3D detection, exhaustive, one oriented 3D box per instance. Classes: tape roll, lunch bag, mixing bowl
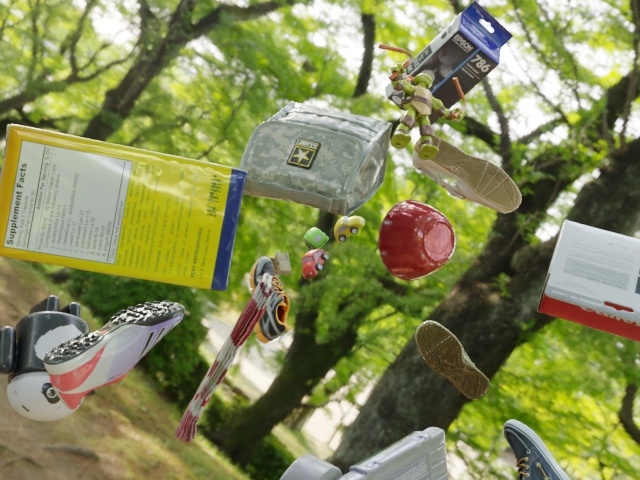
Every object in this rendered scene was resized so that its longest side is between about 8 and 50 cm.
[{"bbox_3d":[-0.039,0.580,1.706,0.072,0.219,0.219,22,-4,27],"label":"tape roll"},{"bbox_3d":[-0.010,-0.158,1.583,0.235,0.169,0.287,14,31,15],"label":"lunch bag"},{"bbox_3d":[0.227,0.001,1.702,0.181,0.181,0.098,32,-15,-30],"label":"mixing bowl"}]

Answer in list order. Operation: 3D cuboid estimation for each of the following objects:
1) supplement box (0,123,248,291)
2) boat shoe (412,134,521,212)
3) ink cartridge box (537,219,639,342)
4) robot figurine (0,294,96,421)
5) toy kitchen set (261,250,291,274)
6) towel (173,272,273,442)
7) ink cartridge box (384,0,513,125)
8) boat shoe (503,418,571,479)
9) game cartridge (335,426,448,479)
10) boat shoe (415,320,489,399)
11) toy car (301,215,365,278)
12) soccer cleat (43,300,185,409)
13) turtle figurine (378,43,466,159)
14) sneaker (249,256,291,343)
[{"bbox_3d":[-0.316,-0.049,1.251,0.356,0.194,0.195,11,0,-14],"label":"supplement box"},{"bbox_3d":[0.335,-0.141,1.820,0.277,0.098,0.096,36,-30,15],"label":"boat shoe"},{"bbox_3d":[0.651,0.118,1.720,0.309,0.272,0.130,17,-47,17],"label":"ink cartridge box"},{"bbox_3d":[-0.613,0.268,1.782,0.209,0.278,0.173,2,-31,-10],"label":"robot figurine"},{"bbox_3d":[-0.130,0.082,2.201,0.068,0.083,0.075,5,45,-21],"label":"toy kitchen set"},{"bbox_3d":[-0.178,0.219,1.528,0.037,0.329,0.237,30,0,-4],"label":"towel"},{"bbox_3d":[0.343,-0.459,2.077,0.165,0.333,0.065,30,32,-28],"label":"ink cartridge box"},{"bbox_3d":[0.378,0.413,1.416,0.183,0.083,0.065,51,-28,27],"label":"boat shoe"},{"bbox_3d":[0.174,0.588,1.807,0.068,0.230,0.355,-5,5,44],"label":"game cartridge"},{"bbox_3d":[0.184,0.167,1.126,0.153,0.056,0.048,43,4,-22],"label":"boat shoe"},{"bbox_3d":[0.000,0.000,2.255,0.053,0.239,0.225,49,-11,-19],"label":"toy car"},{"bbox_3d":[-0.400,0.218,1.577,0.109,0.116,0.318,5,23,40],"label":"soccer cleat"},{"bbox_3d":[0.208,-0.299,1.737,0.269,0.217,0.087,28,-30,-30],"label":"turtle figurine"},{"bbox_3d":[-0.115,0.139,1.888,0.083,0.215,0.084,-17,-23,25],"label":"sneaker"}]
